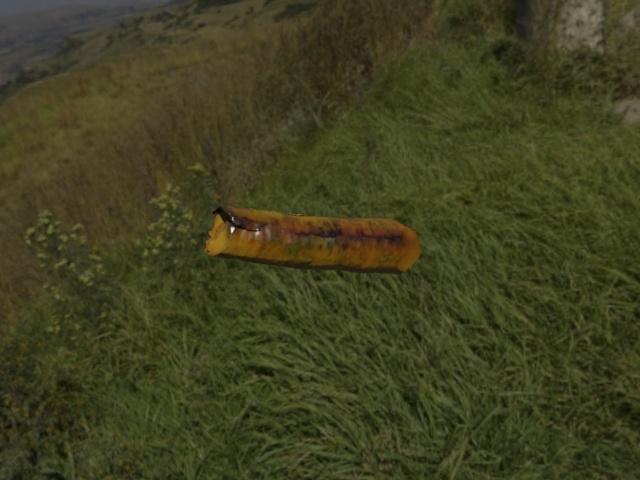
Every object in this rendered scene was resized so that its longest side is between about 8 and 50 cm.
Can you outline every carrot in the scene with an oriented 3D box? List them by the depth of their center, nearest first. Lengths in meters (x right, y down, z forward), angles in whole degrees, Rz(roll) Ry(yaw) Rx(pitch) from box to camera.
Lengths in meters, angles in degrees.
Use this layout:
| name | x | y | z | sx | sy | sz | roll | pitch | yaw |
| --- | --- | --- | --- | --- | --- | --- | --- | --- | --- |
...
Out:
| name | x | y | z | sx | sy | sz | roll | pitch | yaw |
| --- | --- | --- | --- | --- | --- | --- | --- | --- | --- |
| carrot | 0.000 | 0.000 | 0.677 | 0.260 | 0.070 | 0.070 | 5 | 15 | -33 |
